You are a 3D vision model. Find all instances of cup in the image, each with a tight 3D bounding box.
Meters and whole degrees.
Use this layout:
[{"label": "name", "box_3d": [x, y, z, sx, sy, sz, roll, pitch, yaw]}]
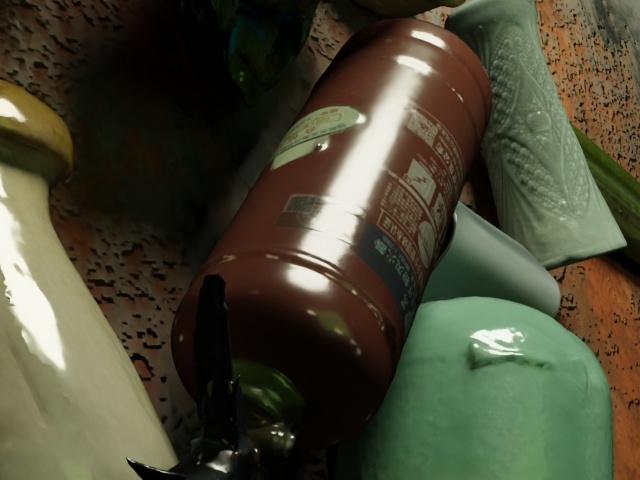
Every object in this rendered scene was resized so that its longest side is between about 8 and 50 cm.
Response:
[{"label": "cup", "box_3d": [0.072, 0.015, 0.684, 0.129, 0.095, 0.128, 30, 16, -37]}]

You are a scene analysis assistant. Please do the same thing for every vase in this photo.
[{"label": "vase", "box_3d": [0.162, -0.085, 0.812, 0.096, 0.096, 0.220, -9, 80, -48]}]

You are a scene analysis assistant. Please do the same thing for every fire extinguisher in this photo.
[{"label": "fire extinguisher", "box_3d": [0.000, 0.000, 0.485, 0.344, 0.102, 0.138, -62, 156, -47]}]

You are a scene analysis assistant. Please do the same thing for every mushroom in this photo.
[{"label": "mushroom", "box_3d": [-0.120, 0.091, 0.424, 0.128, 0.128, 0.350, -2, 67, -47]}]

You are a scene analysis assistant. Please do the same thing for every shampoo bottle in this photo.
[{"label": "shampoo bottle", "box_3d": [0.070, 0.193, 0.494, 0.221, 0.151, 0.350, 12, 62, -11]}]

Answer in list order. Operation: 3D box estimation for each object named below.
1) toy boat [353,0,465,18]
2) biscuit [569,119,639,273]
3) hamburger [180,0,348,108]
[{"label": "toy boat", "box_3d": [0.040, -0.250, 0.809, 0.188, 0.061, 0.116, 49, 41, -17]}, {"label": "biscuit", "box_3d": [0.273, -0.037, 0.961, 0.322, 0.038, 0.099, 33, 46, -31]}, {"label": "hamburger", "box_3d": [0.001, -0.219, 0.607, 0.260, 0.150, 0.276, 29, 65, -68]}]
